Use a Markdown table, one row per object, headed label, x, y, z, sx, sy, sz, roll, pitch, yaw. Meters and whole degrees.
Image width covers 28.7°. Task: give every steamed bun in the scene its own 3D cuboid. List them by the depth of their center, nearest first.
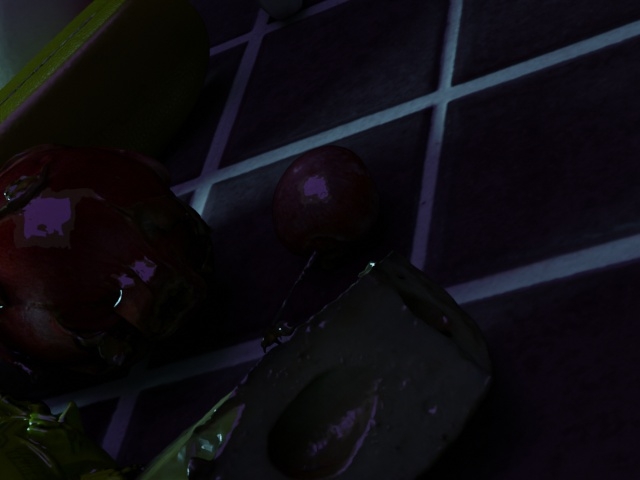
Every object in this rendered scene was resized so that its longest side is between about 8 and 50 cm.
| label | x | y | z | sx | sy | sz | roll | pitch | yaw |
| --- | --- | --- | --- | --- | --- | --- | --- | --- | --- |
| steamed bun | -0.372 | -0.289 | 1.704 | 0.309 | 0.309 | 0.309 | -24 | 34 | 18 |

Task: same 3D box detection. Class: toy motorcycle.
| label | x | y | z | sx | sy | sz | roll | pitch | yaw |
| --- | --- | --- | --- | --- | --- | --- | --- | --- | --- |
| toy motorcycle | -0.277 | 0.214 | 1.088 | 0.206 | 0.142 | 0.342 | -10 | 15 | -37 |

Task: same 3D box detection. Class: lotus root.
| label | x | y | z | sx | sy | sz | roll | pitch | yaw |
| --- | --- | --- | --- | --- | --- | --- | --- | --- | --- |
| lotus root | -0.010 | 0.150 | 0.940 | 0.314 | 0.142 | 0.210 | -41 | -2 | -2 |

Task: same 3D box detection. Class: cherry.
| label | x | y | z | sx | sy | sz | roll | pitch | yaw |
| --- | --- | --- | --- | --- | --- | --- | --- | --- | --- |
| cherry | 0.000 | 0.000 | 1.159 | 0.107 | 0.090 | 0.225 | -13 | 48 | 25 |

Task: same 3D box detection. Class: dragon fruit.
| label | x | y | z | sx | sy | sz | roll | pitch | yaw |
| --- | --- | --- | --- | --- | --- | --- | --- | --- | --- |
| dragon fruit | -0.241 | 0.017 | 1.231 | 0.250 | 0.250 | 0.315 | -35 | 35 | 0 |

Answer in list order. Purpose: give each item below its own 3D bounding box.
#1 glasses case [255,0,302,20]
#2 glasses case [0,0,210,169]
| label | x | y | z | sx | sy | sz | roll | pitch | yaw |
| --- | --- | --- | --- | --- | --- | --- | --- | --- | --- |
| glasses case | -0.083 | -0.396 | 1.715 | 0.075 | 0.113 | 0.296 | -32 | 33 | 10 |
| glasses case | -0.281 | -0.151 | 1.523 | 0.371 | 0.173 | 0.141 | -47 | 33 | -14 |
